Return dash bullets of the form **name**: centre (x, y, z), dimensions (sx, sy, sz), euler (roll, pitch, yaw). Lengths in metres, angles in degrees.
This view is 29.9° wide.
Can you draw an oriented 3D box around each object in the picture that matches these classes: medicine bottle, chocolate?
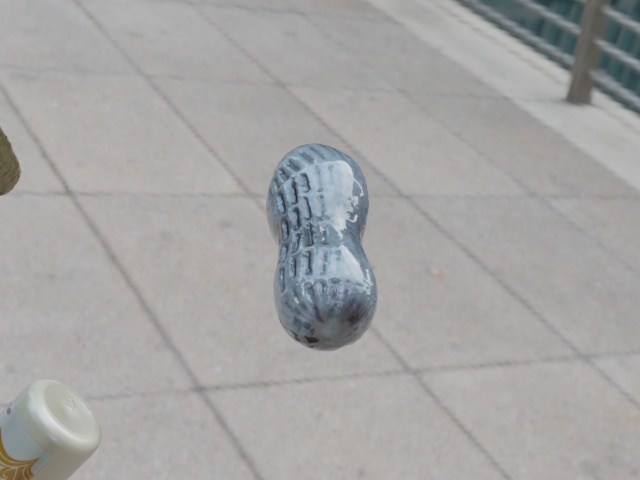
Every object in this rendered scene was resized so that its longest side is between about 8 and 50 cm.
- **medicine bottle**: centre (-0.381, 0.285, 1.440), dimensions (0.114, 0.252, 0.114), euler (41, 14, -13)
- **chocolate**: centre (0.000, 0.000, 0.792), dimensions (0.072, 0.072, 0.167), euler (9, 46, -13)

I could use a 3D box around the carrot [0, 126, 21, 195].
- **carrot**: centre (-0.379, -0.177, 1.166), dimensions (0.070, 0.342, 0.070), euler (-9, 42, 8)
